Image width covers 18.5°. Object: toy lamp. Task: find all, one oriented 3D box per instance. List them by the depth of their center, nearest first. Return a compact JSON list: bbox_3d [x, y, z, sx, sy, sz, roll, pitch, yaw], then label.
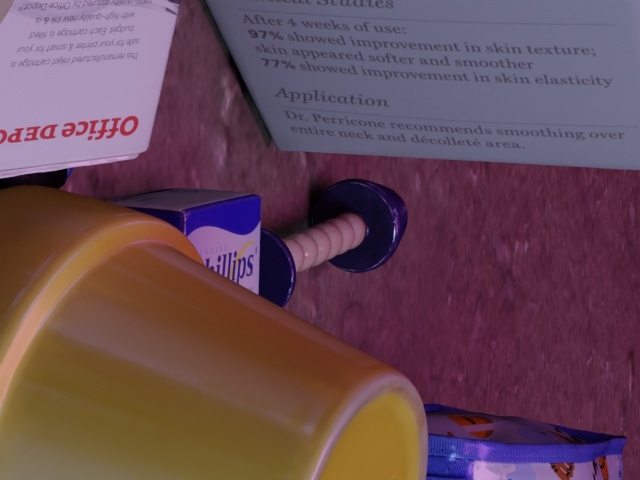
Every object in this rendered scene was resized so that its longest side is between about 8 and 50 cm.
[{"bbox_3d":[0.000,0.000,1.511,0.274,0.080,0.080,-23,115,-68],"label":"toy lamp"}]

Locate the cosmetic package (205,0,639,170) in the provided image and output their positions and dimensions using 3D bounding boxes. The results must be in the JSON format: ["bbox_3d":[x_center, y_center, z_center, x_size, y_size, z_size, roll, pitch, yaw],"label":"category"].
[{"bbox_3d":[0.102,-0.293,1.369,0.394,0.329,0.327,66,36,-53],"label":"cosmetic package"}]

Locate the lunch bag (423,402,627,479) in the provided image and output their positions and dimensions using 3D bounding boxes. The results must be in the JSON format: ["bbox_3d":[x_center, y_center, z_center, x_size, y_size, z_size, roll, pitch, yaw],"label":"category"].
[{"bbox_3d":[0.109,0.305,1.640,0.385,0.239,0.328,8,89,-76],"label":"lunch bag"}]

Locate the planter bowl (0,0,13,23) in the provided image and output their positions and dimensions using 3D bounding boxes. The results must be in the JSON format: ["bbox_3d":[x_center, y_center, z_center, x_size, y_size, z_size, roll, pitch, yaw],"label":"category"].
[{"bbox_3d":[-0.209,-0.159,0.854,0.109,0.162,0.162,4,90,-42],"label":"planter bowl"}]

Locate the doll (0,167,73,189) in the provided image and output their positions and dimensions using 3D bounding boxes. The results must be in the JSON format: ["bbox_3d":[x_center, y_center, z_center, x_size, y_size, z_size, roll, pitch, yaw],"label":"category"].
[{"bbox_3d":[-0.163,-0.077,1.104,0.129,0.046,0.189,-12,106,-58],"label":"doll"}]

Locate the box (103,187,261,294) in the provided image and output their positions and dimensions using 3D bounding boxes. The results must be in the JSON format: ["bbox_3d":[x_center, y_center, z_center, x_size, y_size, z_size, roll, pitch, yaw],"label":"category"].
[{"bbox_3d":[-0.095,0.039,1.275,0.126,0.072,0.137,-17,109,-68],"label":"box"}]

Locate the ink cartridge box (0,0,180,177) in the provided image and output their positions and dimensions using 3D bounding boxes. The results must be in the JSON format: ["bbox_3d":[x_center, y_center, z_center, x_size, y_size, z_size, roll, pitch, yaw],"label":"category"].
[{"bbox_3d":[-0.140,-0.137,0.982,0.139,0.082,0.191,-11,125,-46],"label":"ink cartridge box"}]

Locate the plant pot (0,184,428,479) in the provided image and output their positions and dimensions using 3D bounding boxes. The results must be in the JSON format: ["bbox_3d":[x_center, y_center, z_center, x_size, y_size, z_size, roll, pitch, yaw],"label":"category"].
[{"bbox_3d":[-0.083,0.116,1.033,0.254,0.239,0.254,-39,136,-52],"label":"plant pot"}]
